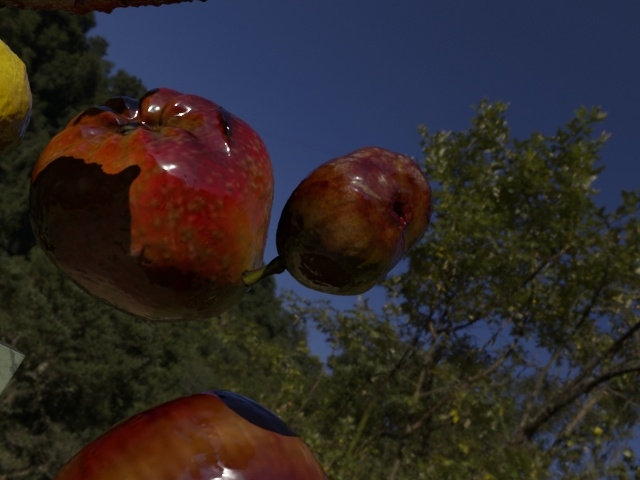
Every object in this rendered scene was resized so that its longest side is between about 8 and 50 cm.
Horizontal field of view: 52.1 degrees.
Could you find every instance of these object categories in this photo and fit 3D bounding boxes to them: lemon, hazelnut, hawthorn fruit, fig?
[{"bbox_3d":[-0.592,-0.236,1.062,0.233,0.233,0.288,37,-21,7],"label":"lemon"},{"bbox_3d":[-0.165,0.393,0.791,0.421,0.421,0.352,16,-54,40],"label":"hazelnut"},{"bbox_3d":[-0.258,-0.040,1.089,0.403,0.403,0.402,31,-28,18],"label":"hawthorn fruit"},{"bbox_3d":[0.001,0.002,0.754,0.274,0.170,0.145,-31,-86,42],"label":"fig"}]

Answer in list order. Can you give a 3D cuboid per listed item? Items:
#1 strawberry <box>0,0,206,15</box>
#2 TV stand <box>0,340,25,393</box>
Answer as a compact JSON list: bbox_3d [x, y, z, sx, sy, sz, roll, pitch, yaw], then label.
[{"bbox_3d":[-0.233,-0.296,0.655,0.307,0.233,0.137,1,-73,14],"label":"strawberry"},{"bbox_3d":[-0.439,0.235,0.762,0.049,0.256,0.040,34,-11,-22],"label":"TV stand"}]
